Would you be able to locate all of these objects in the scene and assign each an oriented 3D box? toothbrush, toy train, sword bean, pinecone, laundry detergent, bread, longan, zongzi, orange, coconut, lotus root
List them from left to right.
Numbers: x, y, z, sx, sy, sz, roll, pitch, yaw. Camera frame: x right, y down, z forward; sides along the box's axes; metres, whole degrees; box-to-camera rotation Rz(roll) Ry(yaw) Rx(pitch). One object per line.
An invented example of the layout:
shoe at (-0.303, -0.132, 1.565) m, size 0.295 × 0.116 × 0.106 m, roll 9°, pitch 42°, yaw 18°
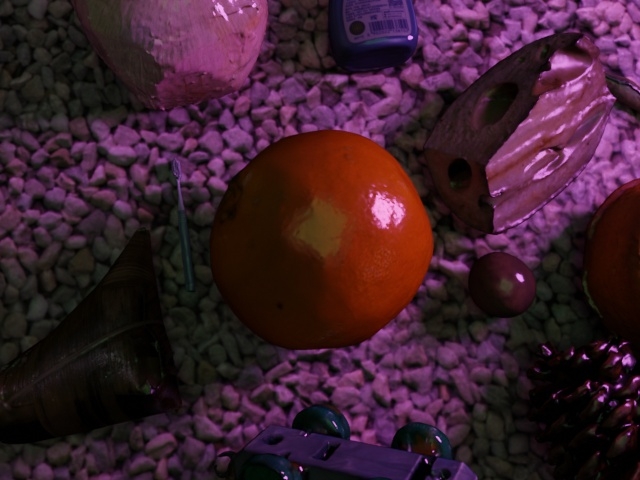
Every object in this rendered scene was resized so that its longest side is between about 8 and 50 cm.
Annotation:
zongzi at (-0.357, 0.135, 0.932) m, size 0.285 × 0.134 × 0.288 m, roll -13°, pitch 68°, yaw 0°
coconut at (-0.221, -0.361, 0.946) m, size 0.297 × 0.254 × 0.297 m, roll 1°, pitch 82°, yaw -4°
toothbrush at (-0.218, -0.026, 1.008) m, size 0.016 × 0.019 × 0.220 m, roll -7°, pitch 81°, yaw -9°
orange at (0.000, 0.000, 0.876) m, size 0.312 × 0.312 × 0.312 m, roll 0°, pitch 81°, yaw -3°
toy train at (0.044, 0.371, 0.825) m, size 0.429 × 0.178 × 0.249 m, roll 2°, pitch 103°, yaw 26°
laundry detergent at (0.073, -0.433, 1.058) m, size 0.143 × 0.094 × 0.290 m, roll -8°, pitch 78°, yaw 2°
longan at (0.284, 0.066, 0.983) m, size 0.106 × 0.106 × 0.119 m, roll 52°, pitch 43°, yaw 6°
lotus root at (0.310, -0.169, 1.008) m, size 0.314 × 0.142 × 0.210 m, roll -39°, pitch 122°, yaw -12°
pinecone at (0.421, 0.249, 0.892) m, size 0.243 × 0.243 × 0.257 m, roll -8°, pitch 60°, yaw -4°
sword bean at (0.513, -0.259, 1.072) m, size 0.269 × 0.038 × 0.043 m, roll 32°, pitch 86°, yaw 4°
bread at (0.552, 0.042, 0.956) m, size 0.312 × 0.172 × 0.312 m, roll 0°, pitch 83°, yaw -2°
